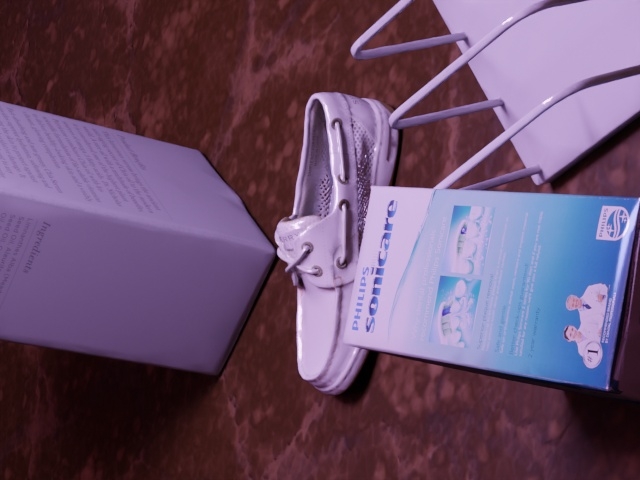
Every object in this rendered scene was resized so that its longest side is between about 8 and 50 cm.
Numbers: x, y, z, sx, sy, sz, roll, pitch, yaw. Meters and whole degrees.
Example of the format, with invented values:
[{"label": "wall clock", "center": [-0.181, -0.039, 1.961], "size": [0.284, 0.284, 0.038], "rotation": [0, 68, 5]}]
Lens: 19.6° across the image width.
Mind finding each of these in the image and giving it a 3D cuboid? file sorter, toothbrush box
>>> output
[{"label": "file sorter", "center": [0.120, -0.194, 1.414], "size": [0.193, 0.173, 0.277], "rotation": [-39, 73, 43]}, {"label": "toothbrush box", "center": [0.189, 0.045, 1.278], "size": [0.295, 0.216, 0.126], "rotation": [3, 82, 58]}]

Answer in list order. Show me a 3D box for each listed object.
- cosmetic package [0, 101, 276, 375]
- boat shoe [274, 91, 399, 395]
[{"label": "cosmetic package", "center": [-0.299, -0.020, 1.821], "size": [0.161, 0.453, 0.230], "rotation": [-65, 34, 20]}, {"label": "boat shoe", "center": [0.000, 0.000, 1.689], "size": [0.098, 0.096, 0.277], "rotation": [-9, 72, 55]}]
